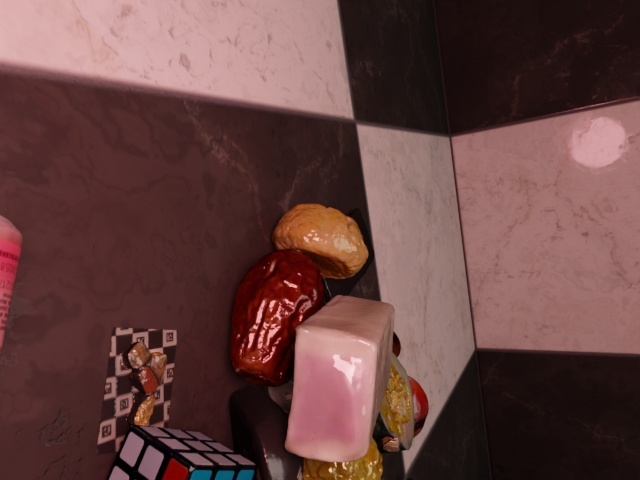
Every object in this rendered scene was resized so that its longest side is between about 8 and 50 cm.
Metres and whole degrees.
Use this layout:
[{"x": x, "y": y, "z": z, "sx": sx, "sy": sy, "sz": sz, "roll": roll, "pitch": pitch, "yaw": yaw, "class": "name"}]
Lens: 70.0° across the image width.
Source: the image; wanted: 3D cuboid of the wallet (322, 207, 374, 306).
[{"x": 0.076, "y": 0.047, "z": 1.397, "sx": 0.377, "sy": 0.051, "sz": 0.197, "roll": -43, "pitch": 119, "yaw": -54, "class": "wallet"}]

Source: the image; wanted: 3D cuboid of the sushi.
[{"x": -0.289, "y": 0.248, "z": 0.760, "sx": 0.139, "sy": 0.031, "sz": 0.201, "roll": 21, "pitch": 67, "yaw": -57, "class": "sushi"}]

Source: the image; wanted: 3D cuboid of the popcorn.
[{"x": 0.013, "y": 0.492, "z": 1.041, "sx": 0.206, "sy": 0.251, "sz": 0.237, "roll": -11, "pitch": 108, "yaw": -45, "class": "popcorn"}]

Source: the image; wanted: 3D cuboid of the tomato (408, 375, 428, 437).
[{"x": 0.245, "y": 0.529, "z": 1.451, "sx": 0.208, "sy": 0.184, "sz": 0.208, "roll": 5, "pitch": 80, "yaw": -28, "class": "tomato"}]

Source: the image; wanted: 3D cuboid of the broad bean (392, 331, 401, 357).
[{"x": 0.231, "y": 0.358, "z": 1.578, "sx": 0.165, "sy": 0.084, "sz": 0.114, "roll": -9, "pitch": 91, "yaw": -66, "class": "broad bean"}]

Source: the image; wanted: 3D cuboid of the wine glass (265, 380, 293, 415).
[{"x": -0.022, "y": 0.303, "z": 1.104, "sx": 0.232, "sy": 0.156, "sz": 0.156, "roll": -45, "pitch": 124, "yaw": -50, "class": "wine glass"}]

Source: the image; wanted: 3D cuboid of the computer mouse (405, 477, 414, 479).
[{"x": 0.301, "y": 0.933, "z": 1.637, "sx": 0.099, "sy": 0.057, "sz": 0.172, "roll": 8, "pitch": 90, "yaw": -61, "class": "computer mouse"}]

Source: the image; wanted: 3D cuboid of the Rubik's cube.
[{"x": -0.223, "y": 0.395, "z": 0.704, "sx": 0.160, "sy": 0.163, "sz": 0.162, "roll": 38, "pitch": 68, "yaw": -51, "class": "Rubik's cube"}]

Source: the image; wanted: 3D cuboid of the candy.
[{"x": 0.052, "y": 0.236, "z": 0.868, "sx": 0.359, "sy": 0.145, "sz": 0.208, "roll": -9, "pitch": 104, "yaw": -76, "class": "candy"}]

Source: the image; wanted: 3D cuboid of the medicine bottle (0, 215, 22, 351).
[{"x": -0.410, "y": 0.089, "z": 0.473, "sx": 0.147, "sy": 0.147, "sz": 0.247, "roll": 24, "pitch": 66, "yaw": -56, "class": "medicine bottle"}]

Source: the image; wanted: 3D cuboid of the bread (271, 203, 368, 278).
[{"x": 0.000, "y": 0.000, "z": 1.108, "sx": 0.244, "sy": 0.244, "sz": 0.134, "roll": 37, "pitch": 62, "yaw": -51, "class": "bread"}]

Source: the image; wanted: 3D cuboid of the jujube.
[{"x": -0.091, "y": 0.153, "z": 0.961, "sx": 0.197, "sy": 0.197, "sz": 0.290, "roll": 52, "pitch": 44, "yaw": -43, "class": "jujube"}]

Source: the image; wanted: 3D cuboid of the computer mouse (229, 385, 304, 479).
[{"x": -0.095, "y": 0.384, "z": 0.851, "sx": 0.100, "sy": 0.269, "sz": 0.170, "roll": -4, "pitch": 94, "yaw": -23, "class": "computer mouse"}]

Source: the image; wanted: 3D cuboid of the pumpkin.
[{"x": 0.123, "y": 0.447, "z": 1.249, "sx": 0.293, "sy": 0.197, "sz": 0.263, "roll": 54, "pitch": 27, "yaw": -35, "class": "pumpkin"}]

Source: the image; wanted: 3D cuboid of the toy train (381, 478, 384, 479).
[{"x": 0.097, "y": 0.715, "z": 1.270, "sx": 0.298, "sy": 0.120, "sz": 0.194, "roll": 64, "pitch": 29, "yaw": -30, "class": "toy train"}]
